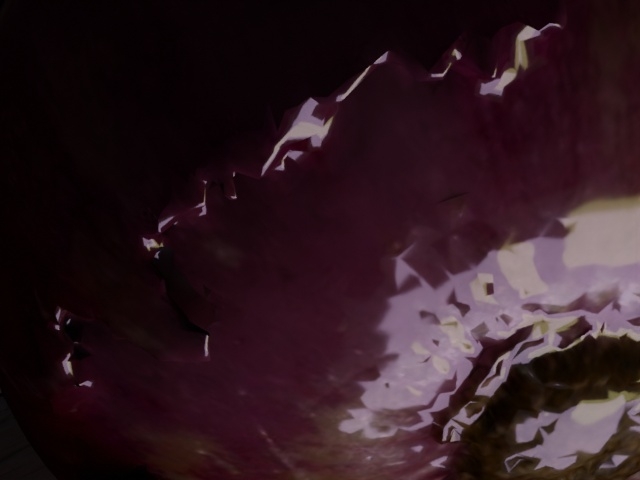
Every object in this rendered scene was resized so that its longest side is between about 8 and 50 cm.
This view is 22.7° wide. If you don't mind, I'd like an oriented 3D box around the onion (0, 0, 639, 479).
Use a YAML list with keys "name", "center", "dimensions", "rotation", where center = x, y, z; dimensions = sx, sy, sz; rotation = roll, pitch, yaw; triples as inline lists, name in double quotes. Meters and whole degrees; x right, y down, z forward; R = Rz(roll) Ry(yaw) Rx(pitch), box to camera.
- name: "onion"
  center: [0.032, -0.039, 0.596]
  dimensions: [0.358, 0.345, 0.358]
  rotation: [-29, 159, -12]
